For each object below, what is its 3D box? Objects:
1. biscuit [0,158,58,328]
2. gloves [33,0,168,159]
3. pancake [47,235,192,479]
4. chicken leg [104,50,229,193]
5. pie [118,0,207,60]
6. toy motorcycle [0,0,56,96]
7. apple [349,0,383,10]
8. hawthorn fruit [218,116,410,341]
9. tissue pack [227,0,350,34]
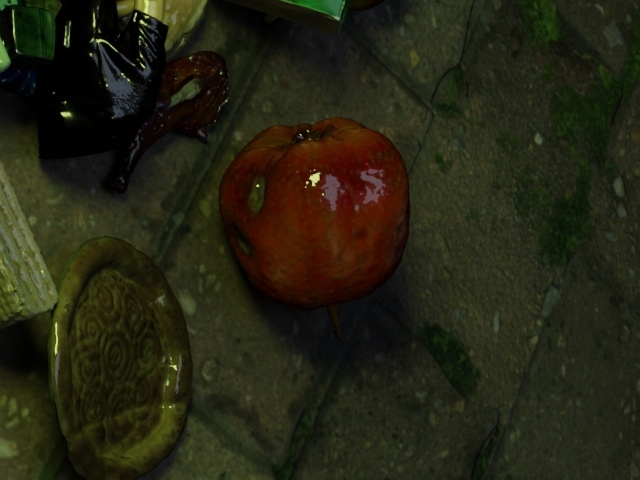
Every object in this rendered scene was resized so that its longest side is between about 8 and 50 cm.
[{"bbox_3d":[-0.331,-0.029,1.820,0.062,0.108,0.238,-31,101,-53],"label":"biscuit"},{"bbox_3d":[-0.214,-0.190,1.928,0.124,0.164,0.203,5,77,-50],"label":"gloves"},{"bbox_3d":[-0.195,0.115,1.918,0.250,0.031,0.250,13,76,-62],"label":"pancake"},{"bbox_3d":[-0.159,-0.129,2.046,0.205,0.053,0.093,-34,118,-37],"label":"chicken leg"},{"bbox_3d":[-0.196,-0.291,2.044,0.218,0.052,0.185,46,55,-22],"label":"pie"},{"bbox_3d":[-0.328,-0.293,1.885,0.196,0.125,0.331,3,74,-41],"label":"toy motorcycle"},{"bbox_3d":[0.037,-0.311,2.231,0.102,0.099,0.114,-61,149,-28],"label":"apple"},{"bbox_3d":[0.000,0.000,2.072,0.207,0.207,0.243,-28,118,-42],"label":"hawthorn fruit"},{"bbox_3d":[-0.021,-0.340,2.131,0.148,0.156,0.209,15,86,-2],"label":"tissue pack"}]
